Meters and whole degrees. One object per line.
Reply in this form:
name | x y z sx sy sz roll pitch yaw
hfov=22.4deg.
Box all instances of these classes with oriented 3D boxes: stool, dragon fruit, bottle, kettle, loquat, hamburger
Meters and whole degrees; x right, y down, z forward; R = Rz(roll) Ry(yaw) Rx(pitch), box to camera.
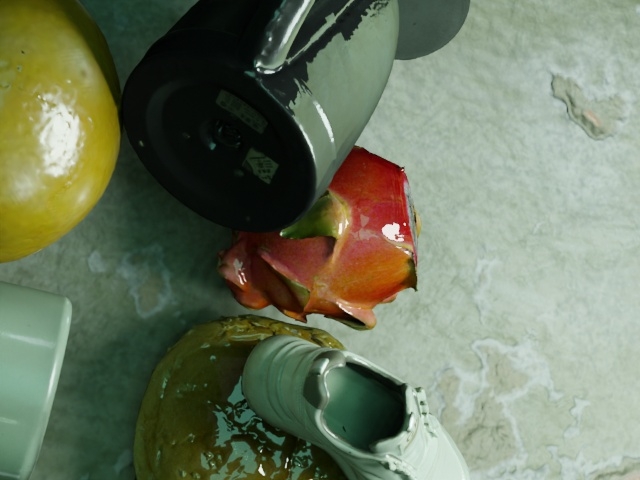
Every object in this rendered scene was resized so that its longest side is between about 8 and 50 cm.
stool | 0.071 -0.295 1.894 0.228 0.139 0.153 -22 121 13
dragon fruit | 0.005 -0.003 1.816 0.227 0.224 0.224 -3 85 16
bottle | -0.449 0.121 1.677 0.352 0.229 0.229 15 81 -12
kettle | -0.023 -0.220 1.680 0.228 0.321 0.324 29 49 7
loquat | -0.344 -0.134 1.693 0.359 0.328 0.328 0 84 -45
hamburger | -0.073 0.228 1.812 0.265 0.134 0.284 10 79 -18

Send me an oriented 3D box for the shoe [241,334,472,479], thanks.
shoe | 0.072 0.203 1.719 0.316 0.159 0.124 34 69 -23
